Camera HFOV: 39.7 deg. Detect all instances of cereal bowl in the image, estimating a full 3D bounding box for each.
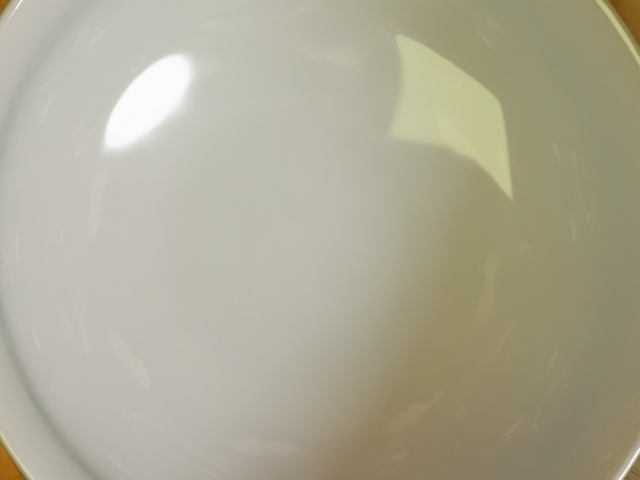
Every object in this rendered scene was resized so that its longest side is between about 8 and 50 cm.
[{"bbox_3d":[0.000,0.000,0.440,0.338,0.141,0.339,1,85,-14],"label":"cereal bowl"}]

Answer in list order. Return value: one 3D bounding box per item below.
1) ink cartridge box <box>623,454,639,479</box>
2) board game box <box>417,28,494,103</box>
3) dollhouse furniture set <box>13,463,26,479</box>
[{"bbox_3d":[0.256,0.188,0.564,0.185,0.065,0.311,30,129,48],"label":"ink cartridge box"},{"bbox_3d":[0.065,-0.079,0.541,0.170,0.048,0.141,37,120,-6],"label":"board game box"},{"bbox_3d":[-0.170,0.048,0.579,0.286,0.198,0.303,-17,110,21],"label":"dollhouse furniture set"}]
